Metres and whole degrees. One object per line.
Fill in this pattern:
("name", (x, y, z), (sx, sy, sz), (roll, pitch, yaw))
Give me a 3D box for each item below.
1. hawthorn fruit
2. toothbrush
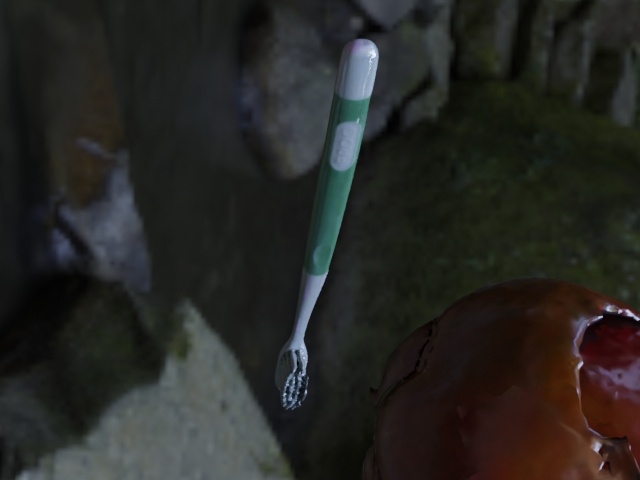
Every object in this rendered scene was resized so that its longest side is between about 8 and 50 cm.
("hawthorn fruit", (0.099, 0.093, 0.637), (0.148, 0.172, 0.148), (-59, 165, -26))
("toothbrush", (0.000, 0.000, 0.840), (0.257, 0.018, 0.024), (102, -16, -44))
